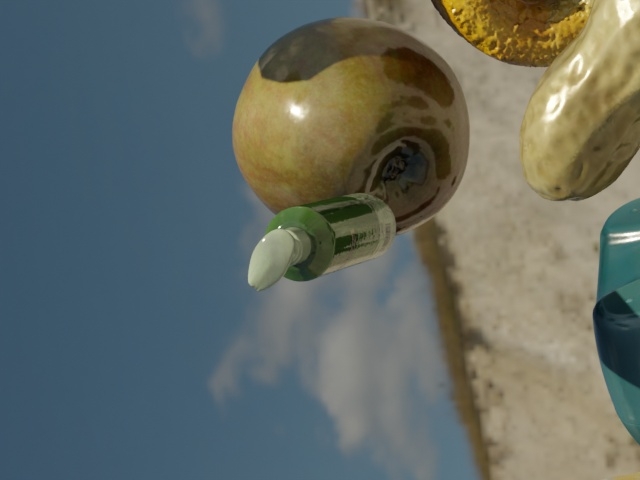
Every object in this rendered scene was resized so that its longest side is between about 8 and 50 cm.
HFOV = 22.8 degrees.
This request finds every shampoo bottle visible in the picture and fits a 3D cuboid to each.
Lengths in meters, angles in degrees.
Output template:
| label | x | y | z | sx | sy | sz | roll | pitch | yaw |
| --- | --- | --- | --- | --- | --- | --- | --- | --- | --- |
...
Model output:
| label | x | y | z | sx | sy | sz | roll | pitch | yaw |
| --- | --- | --- | --- | --- | --- | --- | --- | --- | --- |
| shampoo bottle | 0.000 | 0.000 | 1.274 | 0.204 | 0.065 | 0.065 | -16 | -81 | -68 |

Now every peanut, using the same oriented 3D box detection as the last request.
| label | x | y | z | sx | sy | sz | roll | pitch | yaw |
| --- | --- | --- | --- | --- | --- | --- | --- | --- | --- |
| peanut | 0.255 | -0.140 | 1.328 | 0.256 | 0.123 | 0.123 | -59 | -10 | 16 |

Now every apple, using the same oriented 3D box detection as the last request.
| label | x | y | z | sx | sy | sz | roll | pitch | yaw |
| --- | --- | --- | --- | --- | --- | --- | --- | --- | --- |
| apple | 0.038 | -0.112 | 1.730 | 0.234 | 0.257 | 0.257 | 57 | 171 | 51 |

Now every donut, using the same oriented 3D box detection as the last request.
| label | x | y | z | sx | sy | sz | roll | pitch | yaw |
| --- | --- | --- | --- | --- | --- | --- | --- | --- | --- |
| donut | 0.227 | -0.301 | 1.651 | 0.118 | 0.253 | 0.253 | -98 | -6 | -68 |

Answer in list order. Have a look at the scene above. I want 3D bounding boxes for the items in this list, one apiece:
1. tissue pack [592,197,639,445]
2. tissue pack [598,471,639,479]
| label | x | y | z | sx | sy | sz | roll | pitch | yaw |
| --- | --- | --- | --- | --- | --- | --- | --- | --- | --- |
| tissue pack | 0.367 | 0.083 | 1.488 | 0.206 | 0.198 | 0.287 | 63 | -160 | -20 |
| tissue pack | 0.296 | 0.325 | 1.665 | 0.145 | 0.229 | 0.159 | -130 | 31 | -71 |
